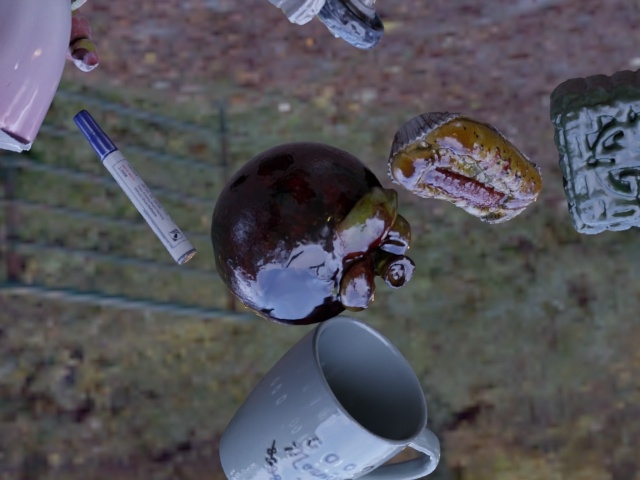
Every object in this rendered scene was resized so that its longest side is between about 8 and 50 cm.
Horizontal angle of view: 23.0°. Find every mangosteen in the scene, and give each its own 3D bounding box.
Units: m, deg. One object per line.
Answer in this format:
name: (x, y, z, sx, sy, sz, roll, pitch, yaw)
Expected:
mangosteen: (0.000, 0.000, 1.859, 0.265, 0.228, 0.228, 18, -178, 31)

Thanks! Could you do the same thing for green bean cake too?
green bean cake: (0.373, -0.108, 1.857, 0.185, 0.183, 0.094, -8, -162, 13)

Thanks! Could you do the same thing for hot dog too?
hot dog: (0.190, -0.091, 2.005, 0.253, 0.069, 0.131, 23, 125, -42)

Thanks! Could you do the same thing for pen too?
pen: (-0.199, -0.059, 1.671, 0.025, 0.204, 0.025, -35, 166, -10)

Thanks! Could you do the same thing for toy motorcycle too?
toy motorcycle: (-0.054, -0.334, 1.618, 0.108, 0.340, 0.223, -43, 145, 21)

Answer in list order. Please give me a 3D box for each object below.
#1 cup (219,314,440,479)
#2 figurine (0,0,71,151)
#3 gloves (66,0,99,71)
cup: (0.021, 0.251, 2.007, 0.258, 0.186, 0.234, 32, 126, -23)
figurine: (-0.310, -0.250, 1.402, 0.206, 0.315, 0.284, 25, 170, -29)
gloves: (-0.352, -0.289, 2.020, 0.126, 0.145, 0.241, -6, -170, -4)
